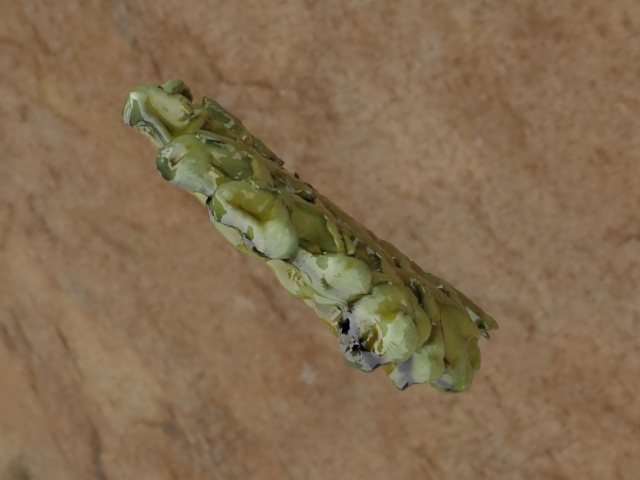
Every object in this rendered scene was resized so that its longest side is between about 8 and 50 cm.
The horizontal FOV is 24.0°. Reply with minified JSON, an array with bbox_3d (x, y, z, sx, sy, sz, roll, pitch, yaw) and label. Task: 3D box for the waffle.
[{"bbox_3d":[0.000,0.000,1.088,0.297,0.317,0.073,42,96,18],"label":"waffle"}]
